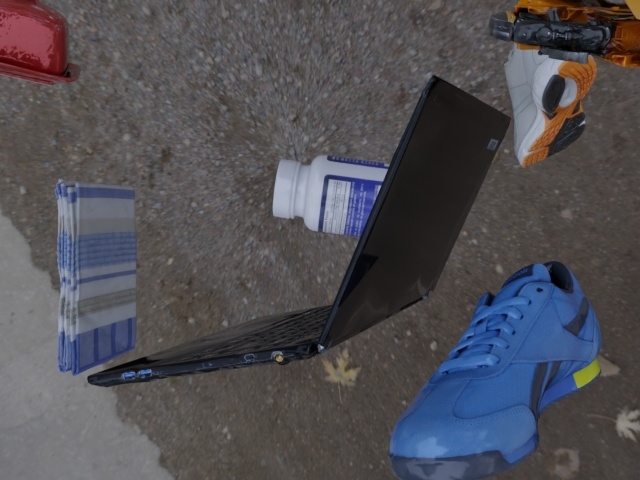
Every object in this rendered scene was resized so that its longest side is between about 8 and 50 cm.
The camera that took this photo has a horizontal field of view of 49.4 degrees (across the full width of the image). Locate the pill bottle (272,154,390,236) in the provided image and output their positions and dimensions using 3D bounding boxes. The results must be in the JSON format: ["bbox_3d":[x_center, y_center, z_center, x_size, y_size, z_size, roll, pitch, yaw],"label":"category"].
[{"bbox_3d":[0.030,-0.064,1.002,0.186,0.112,0.112,8,96,2],"label":"pill bottle"}]

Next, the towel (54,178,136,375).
[{"bbox_3d":[-0.344,0.049,1.082,0.034,0.209,0.285,1,93,12],"label":"towel"}]

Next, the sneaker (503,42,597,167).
[{"bbox_3d":[0.308,-0.207,0.979,0.099,0.262,0.121,-25,64,-5],"label":"sneaker"}]

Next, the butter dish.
[{"bbox_3d":[-0.379,-0.271,0.877,0.160,0.160,0.118,11,108,-20],"label":"butter dish"}]

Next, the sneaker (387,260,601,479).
[{"bbox_3d":[0.096,0.061,0.382,0.069,0.209,0.082,-7,96,39],"label":"sneaker"}]

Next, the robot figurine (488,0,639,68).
[{"bbox_3d":[0.291,-0.191,0.584,0.211,0.291,0.085,-17,119,-34],"label":"robot figurine"}]

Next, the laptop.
[{"bbox_3d":[0.000,0.000,0.500,0.264,0.234,0.137,-12,88,25],"label":"laptop"}]
